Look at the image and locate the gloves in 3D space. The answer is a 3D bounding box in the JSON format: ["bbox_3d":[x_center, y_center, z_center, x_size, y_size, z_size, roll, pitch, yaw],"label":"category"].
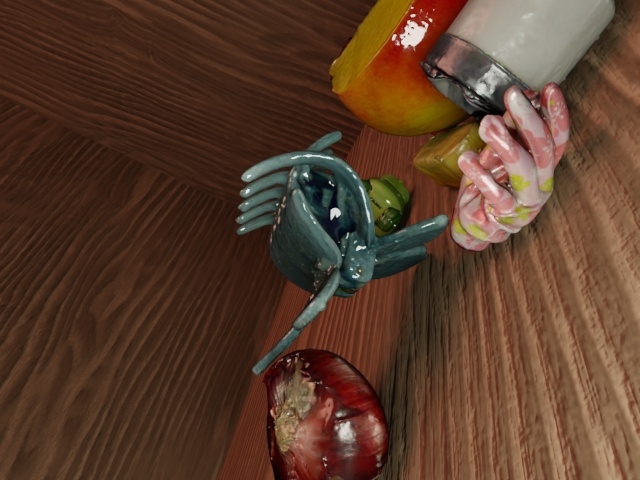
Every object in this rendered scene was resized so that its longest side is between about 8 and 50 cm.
[{"bbox_3d":[0.245,-0.091,0.675,0.145,0.126,0.241,-36,-14,-33],"label":"gloves"}]

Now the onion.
[{"bbox_3d":[0.019,0.302,0.823,0.272,0.195,0.271,2,92,61],"label":"onion"}]

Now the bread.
[{"bbox_3d":[0.250,-0.154,0.968,0.102,0.094,0.245,-55,8,0],"label":"bread"}]

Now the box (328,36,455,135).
[{"bbox_3d":[0.183,-0.374,1.296,0.197,0.314,0.089,-78,15,-62],"label":"box"}]

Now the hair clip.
[{"bbox_3d":[0.000,0.000,0.867,0.392,0.238,0.318,-32,-10,-18],"label":"hair clip"}]

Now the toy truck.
[{"bbox_3d":[0.148,-0.090,1.351,0.211,0.148,0.187,-40,-9,-30],"label":"toy truck"}]

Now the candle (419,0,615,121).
[{"bbox_3d":[0.301,-0.321,0.747,0.330,0.188,0.187,-54,9,15],"label":"candle"}]

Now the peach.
[{"bbox_3d":[0.228,-0.345,0.967,0.380,0.306,0.242,-47,36,25],"label":"peach"}]
